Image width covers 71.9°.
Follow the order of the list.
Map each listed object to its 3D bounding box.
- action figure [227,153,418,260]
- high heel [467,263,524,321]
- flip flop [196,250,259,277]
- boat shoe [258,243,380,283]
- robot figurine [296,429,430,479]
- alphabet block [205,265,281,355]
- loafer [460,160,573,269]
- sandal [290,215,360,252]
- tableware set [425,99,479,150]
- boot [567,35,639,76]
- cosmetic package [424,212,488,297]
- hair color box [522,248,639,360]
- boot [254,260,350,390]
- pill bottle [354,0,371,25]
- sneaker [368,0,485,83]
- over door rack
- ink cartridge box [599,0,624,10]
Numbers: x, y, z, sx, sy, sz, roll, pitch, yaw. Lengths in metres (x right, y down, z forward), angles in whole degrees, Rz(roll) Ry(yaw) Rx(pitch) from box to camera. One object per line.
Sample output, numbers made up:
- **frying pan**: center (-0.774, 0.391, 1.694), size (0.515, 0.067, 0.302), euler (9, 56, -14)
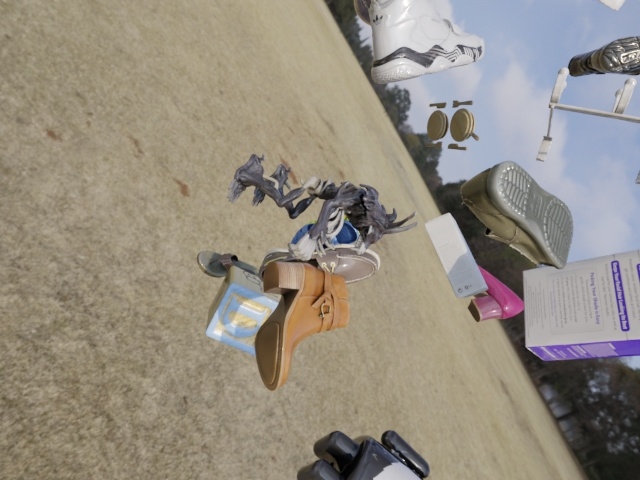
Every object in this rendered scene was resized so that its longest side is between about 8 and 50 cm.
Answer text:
- **action figure**: center (0.003, -0.036, 0.684), size (0.275, 0.141, 0.164), euler (22, 0, 20)
- **high heel**: center (0.585, 0.124, 1.628), size (0.127, 0.181, 0.378), euler (94, -17, -57)
- **flip flop**: center (-0.334, 0.092, 1.665), size (0.276, 0.080, 0.112), euler (21, 40, -32)
- **boat shoe**: center (-0.004, 0.077, 1.180), size (0.097, 0.323, 0.117), euler (-70, 160, -67)
- **robot figurine**: center (0.097, 0.454, 0.756), size (0.278, 0.209, 0.173), euler (40, -3, 3)
- **alphabet block**: center (-0.250, 0.224, 1.448), size (0.192, 0.194, 0.197), euler (28, 6, -14)
- **loafer**: center (0.302, -0.036, 0.670), size (0.251, 0.095, 0.087), euler (35, -20, -31)
- **sandal**: center (0.000, 0.000, 1.451), size (0.138, 0.317, 0.126), euler (-40, 103, -42)
- **tableware set**: center (0.366, -0.320, 1.227), size (0.194, 0.039, 0.129), euler (-147, -123, -64)
- **boot**: center (0.894, -0.510, 1.211), size (0.223, 0.337, 0.118), euler (-67, 160, -73)
- **cosmetic package**: center (0.387, 0.046, 1.261), size (0.117, 0.085, 0.231), euler (18, 50, -64)
- **hair color box**: center (0.596, 0.129, 0.884), size (0.110, 0.338, 0.185), euler (33, 55, -32)
- **boot**: center (-0.033, 0.192, 1.008), size (0.220, 0.109, 0.284), euler (15, 65, -40)
- **pill bottle**: center (0.201, -0.748, 1.304), size (0.153, 0.153, 0.264), euler (56, -3, -14)
- **sneaker**: center (0.246, -0.491, 1.002), size (0.137, 0.365, 0.211), euler (11, -60, 51)
- **over door rack**: center (0.583, -0.235, 0.894), size (0.239, 0.108, 0.324), euler (21, -3, 25)
- **ink cartridge box**: center (0.773, -0.749, 1.251), size (0.160, 0.093, 0.220), euler (25, 36, -9)
